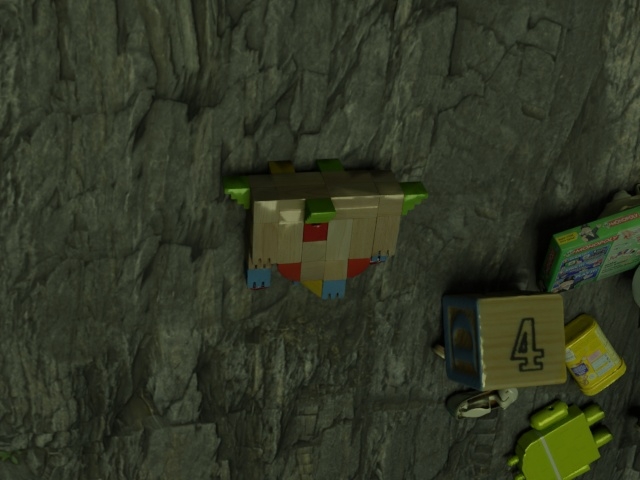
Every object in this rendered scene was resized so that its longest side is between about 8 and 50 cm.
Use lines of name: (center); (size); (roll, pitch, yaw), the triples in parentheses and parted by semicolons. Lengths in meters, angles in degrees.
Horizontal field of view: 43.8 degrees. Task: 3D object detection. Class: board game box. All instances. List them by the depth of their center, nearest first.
board game box: (0.642, 0.012, 1.744); (0.317, 0.046, 0.214); (-17, 147, -7)

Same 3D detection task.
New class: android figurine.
android figurine: (0.600, 0.519, 2.010); (0.272, 0.056, 0.248); (-30, 117, -1)

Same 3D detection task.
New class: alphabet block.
alphabet block: (0.391, 0.209, 1.715); (0.197, 0.192, 0.194); (-3, 91, -15)

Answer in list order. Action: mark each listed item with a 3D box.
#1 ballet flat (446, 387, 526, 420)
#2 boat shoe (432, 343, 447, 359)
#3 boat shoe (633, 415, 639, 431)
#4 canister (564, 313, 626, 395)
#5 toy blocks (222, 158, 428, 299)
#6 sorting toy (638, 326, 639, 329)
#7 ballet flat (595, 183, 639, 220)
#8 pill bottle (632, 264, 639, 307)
ballet flat: (0.406, 0.381, 1.891); (0.213, 0.068, 0.072); (-14, 116, -8)
boat shoe: (0.335, 0.261, 1.829); (0.170, 0.063, 0.059); (21, 94, -22)
boat shoe: (0.946, 0.452, 2.040); (0.324, 0.116, 0.097); (5, 108, -21)
canister: (0.637, 0.271, 1.900); (0.126, 0.073, 0.170); (-37, 116, 4)
toy blocks: (0.000, 0.000, 1.577); (0.381, 0.191, 0.261); (-4, 126, -12)
sorting toy: (0.802, 0.189, 1.904); (0.044, 0.075, 0.083); (-10, 116, -10)
ballet flat: (0.699, -0.082, 1.759); (0.248, 0.086, 0.086); (-17, 116, -7)
pill bottle: (0.878, 0.124, 1.825); (0.318, 0.176, 0.176); (11, 110, -24)
